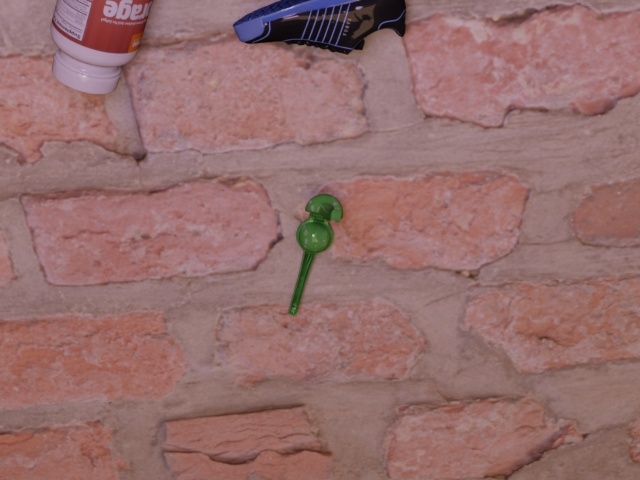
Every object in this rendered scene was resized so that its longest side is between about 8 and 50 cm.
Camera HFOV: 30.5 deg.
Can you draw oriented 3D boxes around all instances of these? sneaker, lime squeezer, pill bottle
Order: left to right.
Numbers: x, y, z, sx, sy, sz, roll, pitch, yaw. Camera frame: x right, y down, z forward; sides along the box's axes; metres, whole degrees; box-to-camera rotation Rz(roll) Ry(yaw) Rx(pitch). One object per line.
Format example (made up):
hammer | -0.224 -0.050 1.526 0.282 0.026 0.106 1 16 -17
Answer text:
pill bottle | -0.288 -0.310 1.558 0.121 0.121 0.216 18 119 -8
lime squeezer | 0.000 0.000 1.742 0.059 0.110 0.310 -2 152 -16
sneaker | 0.002 -0.289 1.583 0.232 0.081 0.090 -14 111 8
